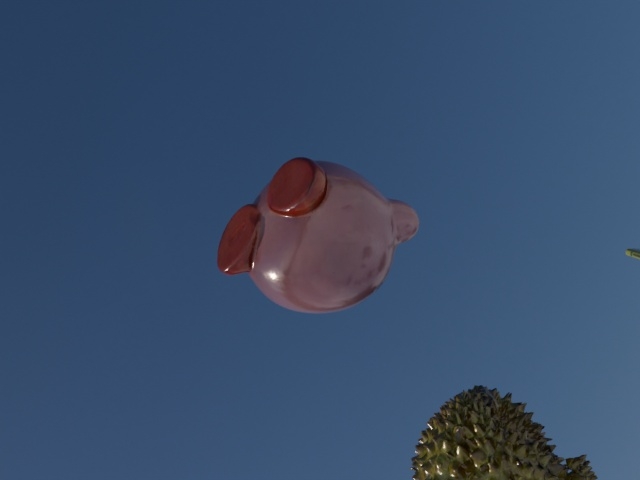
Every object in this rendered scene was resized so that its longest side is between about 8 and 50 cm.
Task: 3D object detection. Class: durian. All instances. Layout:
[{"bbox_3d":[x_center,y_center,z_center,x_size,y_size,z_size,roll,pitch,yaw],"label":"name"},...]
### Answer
[{"bbox_3d":[0.245,0.339,1.386,0.293,0.258,0.258,38,-97,-36],"label":"durian"}]

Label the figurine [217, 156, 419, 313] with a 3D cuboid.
[{"bbox_3d":[0.000,0.000,1.086,0.173,0.173,0.173,-35,-39,-34],"label":"figurine"}]

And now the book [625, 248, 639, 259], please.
[{"bbox_3d":[0.739,0.067,1.803,0.239,0.352,0.035,9,-82,-19],"label":"book"}]
